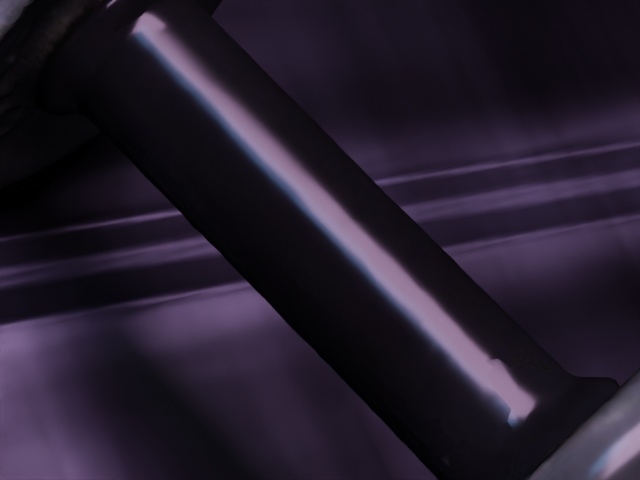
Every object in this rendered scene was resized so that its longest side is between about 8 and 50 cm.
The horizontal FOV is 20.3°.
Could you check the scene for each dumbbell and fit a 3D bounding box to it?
[{"bbox_3d":[0.000,0.000,0.453,0.406,0.179,0.179,46,52,10],"label":"dumbbell"}]
